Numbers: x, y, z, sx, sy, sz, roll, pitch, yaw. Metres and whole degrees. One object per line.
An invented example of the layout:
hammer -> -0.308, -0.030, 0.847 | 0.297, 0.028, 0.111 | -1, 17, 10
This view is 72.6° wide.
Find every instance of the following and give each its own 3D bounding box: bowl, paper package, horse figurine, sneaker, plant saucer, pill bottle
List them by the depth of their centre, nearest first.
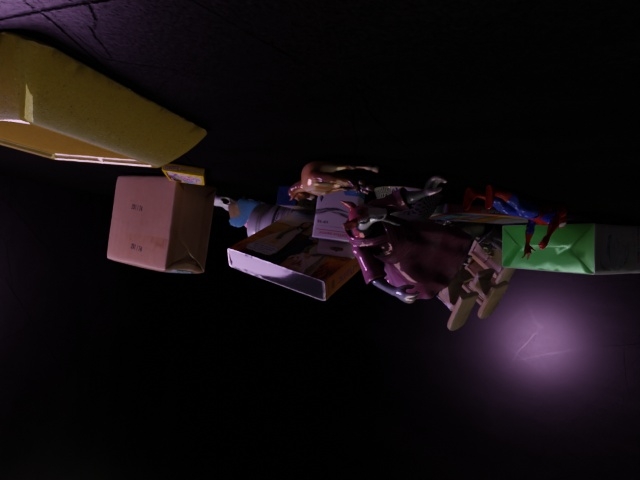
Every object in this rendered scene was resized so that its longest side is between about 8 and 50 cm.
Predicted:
plant saucer -> -0.397, -0.176, 0.634 | 0.333, 0.080, 0.333 | 7, 179, 19
horse figurine -> 0.019, -0.120, 0.890 | 0.175, 0.066, 0.263 | 2, -179, -3
bowl -> 0.212, -0.079, 1.078 | 0.170, 0.080, 0.170 | 7, 178, 0
paper package -> -0.535, -0.056, 1.454 | 0.325, 0.309, 0.168 | 5, 178, 32
pill bottle -> -0.073, -0.038, 1.604 | 0.363, 0.210, 0.210 | 7, 178, 28
sneaker -> -0.383, -0.154, 1.816 | 0.061, 0.053, 0.152 | 3, 176, 34

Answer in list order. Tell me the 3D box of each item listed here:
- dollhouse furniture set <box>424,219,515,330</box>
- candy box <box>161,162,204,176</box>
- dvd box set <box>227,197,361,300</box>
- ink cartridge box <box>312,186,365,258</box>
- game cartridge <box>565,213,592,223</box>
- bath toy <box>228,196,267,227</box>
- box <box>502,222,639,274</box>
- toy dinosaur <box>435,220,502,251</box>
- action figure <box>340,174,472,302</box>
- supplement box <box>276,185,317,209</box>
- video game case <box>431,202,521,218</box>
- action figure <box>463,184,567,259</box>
dollhouse furniture set -> 0.461, 0.126, 1.500 | 0.394, 0.256, 0.362 | -12, -138, -27
candy box -> -0.375, -0.183, 1.213 | 0.105, 0.027, 0.206 | 5, 179, -14
dvd box set -> 0.000, 0.000, 1.216 | 0.308, 0.062, 0.420 | 17, -148, 30
ink cartridge box -> 0.043, -0.052, 1.051 | 0.104, 0.180, 0.060 | 7, 177, 15
game cartridge -> 0.630, -0.054, 1.091 | 0.083, 0.017, 0.056 | 8, -178, -7
bath toy -> -0.283, -0.101, 1.843 | 0.152, 0.128, 0.348 | 13, 180, 8
box -> 0.667, 0.022, 1.155 | 0.231, 0.126, 0.262 | 0, 180, -26
toy dinosaur -> 0.436, -0.041, 1.328 | 0.160, 0.120, 0.314 | -9, 164, 38
action figure -> 0.162, -0.013, 0.957 | 0.370, 0.248, 0.276 | 27, 178, -37
supplement box -> -0.069, -0.123, 1.279 | 0.083, 0.056, 0.083 | 6, 178, 43
video game case -> 0.430, -0.066, 1.129 | 0.285, 0.025, 0.204 | 3, 179, -3
action figure -> 0.433, -0.029, 0.938 | 0.281, 0.138, 0.091 | 6, -179, -27
